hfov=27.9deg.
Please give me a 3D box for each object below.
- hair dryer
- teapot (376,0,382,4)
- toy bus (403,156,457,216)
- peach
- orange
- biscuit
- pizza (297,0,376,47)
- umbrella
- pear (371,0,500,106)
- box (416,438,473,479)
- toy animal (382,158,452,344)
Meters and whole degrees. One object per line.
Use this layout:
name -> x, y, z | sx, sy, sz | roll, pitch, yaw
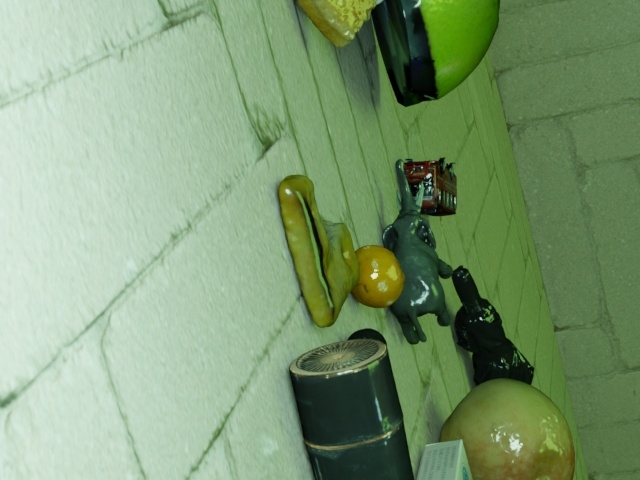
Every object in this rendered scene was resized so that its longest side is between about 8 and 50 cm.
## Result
hair dryer -> 0.052, 0.178, 1.458 | 0.352, 0.107, 0.189 | -63, 142, -75
teapot -> 0.034, -0.441, 1.812 | 0.159, 0.116, 0.245 | -101, 170, -53
toy bus -> 0.188, -0.090, 2.187 | 0.235, 0.074, 0.096 | 3, 83, -75
peach -> 0.285, 0.334, 1.961 | 0.232, 0.232, 0.232 | -12, 90, -75
orange -> 0.071, 0.046, 1.655 | 0.083, 0.070, 0.083 | -14, 90, -79
biscuit -> 0.000, 0.000, 1.496 | 0.183, 0.039, 0.174 | -45, 120, -73
pizza -> 0.030, -0.409, 1.682 | 0.229, 0.081, 0.289 | -25, 105, -29
umbrella -> 0.300, 0.172, 2.330 | 0.118, 0.118, 0.340 | -85, 157, -47
pear -> 0.172, -0.400, 1.955 | 0.399, 0.165, 0.398 | 167, -90, -88
box -> 0.171, 0.439, 1.729 | 0.343, 0.065, 0.200 | -62, 138, -67
toy animal -> 0.142, 0.025, 1.903 | 0.137, 0.082, 0.269 | 57, 27, -56
